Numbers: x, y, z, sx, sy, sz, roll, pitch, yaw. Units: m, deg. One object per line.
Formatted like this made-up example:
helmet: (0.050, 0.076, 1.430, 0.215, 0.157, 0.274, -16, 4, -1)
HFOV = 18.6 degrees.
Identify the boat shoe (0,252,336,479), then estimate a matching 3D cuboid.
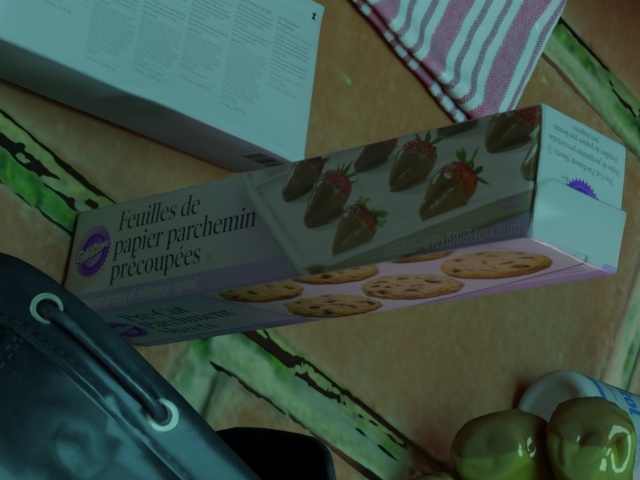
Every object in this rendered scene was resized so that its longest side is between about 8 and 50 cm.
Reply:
boat shoe: (-0.030, 0.178, 0.996, 0.500, 0.187, 0.156, 39, 65, -29)

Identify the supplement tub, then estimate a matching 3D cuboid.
supplement tub: (0.185, 0.130, 1.289, 0.107, 0.071, 0.071, 21, 71, -42)

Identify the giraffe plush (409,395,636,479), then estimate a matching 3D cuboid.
giraffe plush: (0.159, 0.211, 1.208, 0.170, 0.181, 0.210, 19, 60, -64)

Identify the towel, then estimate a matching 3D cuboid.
towel: (0.086, -0.171, 1.257, 0.197, 0.029, 0.144, 47, 56, -31)

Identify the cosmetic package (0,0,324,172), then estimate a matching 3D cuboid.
cosmetic package: (-0.102, -0.116, 1.036, 0.239, 0.060, 0.099, 22, 72, -45)

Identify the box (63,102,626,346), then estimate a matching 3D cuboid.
box: (0.000, 0.000, 0.943, 0.067, 0.324, 0.063, 24, 66, -41)
